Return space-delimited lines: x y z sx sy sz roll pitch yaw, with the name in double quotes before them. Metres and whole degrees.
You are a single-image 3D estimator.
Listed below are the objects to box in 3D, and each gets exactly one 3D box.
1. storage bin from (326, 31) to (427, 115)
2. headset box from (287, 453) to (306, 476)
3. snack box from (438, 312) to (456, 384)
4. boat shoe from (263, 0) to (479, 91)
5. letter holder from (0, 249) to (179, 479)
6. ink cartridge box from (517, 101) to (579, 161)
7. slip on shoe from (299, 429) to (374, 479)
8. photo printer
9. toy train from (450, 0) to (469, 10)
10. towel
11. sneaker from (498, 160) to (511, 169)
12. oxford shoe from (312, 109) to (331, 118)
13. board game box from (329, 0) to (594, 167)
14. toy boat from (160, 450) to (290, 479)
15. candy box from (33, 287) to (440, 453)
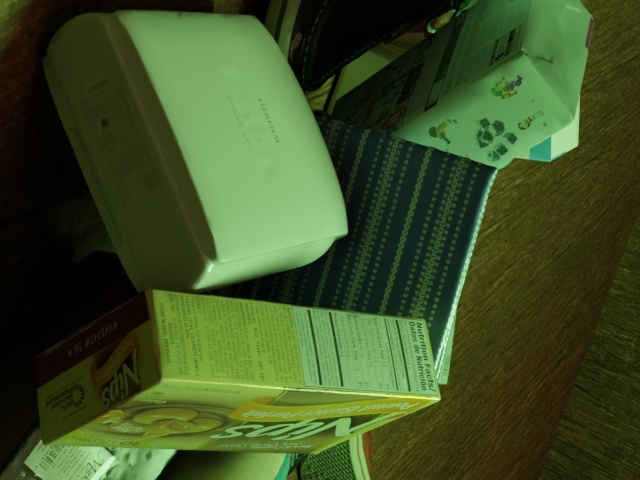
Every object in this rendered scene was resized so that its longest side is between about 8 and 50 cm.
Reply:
"storage bin" 0.097 -0.120 2.002 0.260 0.123 0.262 -15 128 -62
"headset box" -0.022 0.159 2.075 0.293 0.110 0.218 -44 153 -39
"snack box" 0.152 0.042 2.271 0.187 0.060 0.322 22 74 -69
"boat shoe" 0.106 -0.319 1.742 0.500 0.156 0.187 -47 156 -32
"letter holder" -0.258 0.168 1.525 0.152 0.214 0.302 49 67 -34
"ink cartridge box" 0.232 -0.156 1.927 0.092 0.143 0.090 -29 123 -56
"slip on shoe" 0.036 0.303 2.388 0.101 0.123 0.331 -51 152 -37
"photo printer" -0.095 -0.085 1.445 0.107 0.256 0.307 -25 174 26
"toy train" 0.154 -0.283 1.689 0.023 0.017 0.083 -38 146 -40
"towel" 0.000 0.000 1.589 0.040 0.336 0.243 4 102 -60
"sneaker" 0.250 -0.241 2.225 0.319 0.127 0.208 -56 148 -62
"oxford shoe" -0.077 0.001 1.811 0.348 0.123 0.130 -53 126 -11
"board game box" 0.129 -0.138 1.655 0.303 0.097 0.224 -31 -160 31
"toy boat" -0.151 0.270 1.621 0.267 0.318 0.148 -47 113 -23
"candy box" -0.071 0.124 1.406 0.316 0.087 0.183 8 154 -41
